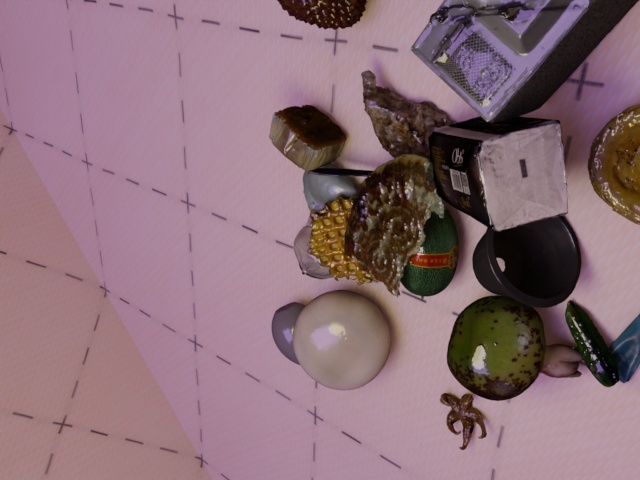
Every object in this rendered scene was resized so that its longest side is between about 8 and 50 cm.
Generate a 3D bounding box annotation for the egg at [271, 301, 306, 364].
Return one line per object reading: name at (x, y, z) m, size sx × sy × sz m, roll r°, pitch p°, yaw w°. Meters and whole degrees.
egg at (-0.074, 0.333, 2.152) m, size 0.176 × 0.176 × 0.231 m, roll -25°, pitch 93°, yaw 45°

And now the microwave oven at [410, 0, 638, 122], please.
microwave oven at (0.442, -0.481, 1.204) m, size 0.236 × 0.374 × 0.432 m, roll 48°, pitch 128°, yaw 16°

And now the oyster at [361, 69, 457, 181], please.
oyster at (0.236, -0.277, 1.659) m, size 0.396 × 0.111 × 0.204 m, roll 40°, pitch 133°, yaw 17°

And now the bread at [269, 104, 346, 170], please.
bread at (-0.035, -0.312, 1.810) m, size 0.192 × 0.210 × 0.109 m, roll 44°, pitch 127°, yaw 17°

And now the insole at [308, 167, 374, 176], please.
insole at (0.111, -0.194, 1.755) m, size 0.310 × 0.110 × 0.012 m, roll 6°, pitch 106°, yaw 27°

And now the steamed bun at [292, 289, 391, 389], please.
steamed bun at (0.064, 0.320, 1.941) m, size 0.325 × 0.206 × 0.324 m, roll 4°, pitch 110°, yaw 13°

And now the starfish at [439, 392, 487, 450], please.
starfish at (0.440, 0.547, 1.862) m, size 0.146 × 0.074 × 0.189 m, roll -5°, pitch 105°, yaw 44°

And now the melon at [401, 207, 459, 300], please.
melon at (0.291, 0.036, 1.692) m, size 0.182 × 0.182 × 0.287 m, roll 16°, pitch 118°, yaw 36°

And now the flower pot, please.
flower pot at (0.482, 0.046, 1.508) m, size 0.269 × 0.269 × 0.166 m, roll 59°, pitch 154°, yaw 4°

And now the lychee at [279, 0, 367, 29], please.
lychee at (0.008, -0.671, 1.601) m, size 0.271 × 0.271 × 0.271 m, roll 18°, pitch 120°, yaw 35°

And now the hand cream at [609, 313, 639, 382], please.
hand cream at (0.751, 0.252, 1.482) m, size 0.083 × 0.048 × 0.224 m, roll 35°, pitch 133°, yaw 28°

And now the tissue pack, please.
tissue pack at (0.385, -0.165, 1.375) m, size 0.370 × 0.198 × 0.209 m, roll -110°, pitch 10°, yaw -74°

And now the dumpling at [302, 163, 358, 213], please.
dumpling at (0.034, -0.153, 1.889) m, size 0.217 × 0.105 × 0.149 m, roll 36°, pitch 128°, yaw 21°

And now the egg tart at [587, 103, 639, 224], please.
egg tart at (0.714, -0.159, 1.274) m, size 0.288 × 0.118 × 0.288 m, roll 17°, pitch 117°, yaw 36°

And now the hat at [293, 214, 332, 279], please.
hat at (0.000, 0.000, 1.969) m, size 0.220 × 0.164 × 0.226 m, roll 34°, pitch 149°, yaw 24°

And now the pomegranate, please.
pomegranate at (0.507, 0.289, 1.588) m, size 0.341 × 0.285 × 0.284 m, roll 15°, pitch 121°, yaw 7°

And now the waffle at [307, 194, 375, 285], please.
waffle at (0.115, 0.003, 1.854) m, size 0.330 × 0.062 × 0.329 m, roll 7°, pitch 120°, yaw 12°

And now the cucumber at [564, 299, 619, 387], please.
cucumber at (0.669, 0.253, 1.520) m, size 0.069 × 0.069 × 0.227 m, roll -40°, pitch 66°, yaw 44°

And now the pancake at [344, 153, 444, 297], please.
pancake at (0.193, -0.060, 1.627) m, size 0.304 × 0.067 × 0.426 m, roll 55°, pitch 137°, yaw 36°
